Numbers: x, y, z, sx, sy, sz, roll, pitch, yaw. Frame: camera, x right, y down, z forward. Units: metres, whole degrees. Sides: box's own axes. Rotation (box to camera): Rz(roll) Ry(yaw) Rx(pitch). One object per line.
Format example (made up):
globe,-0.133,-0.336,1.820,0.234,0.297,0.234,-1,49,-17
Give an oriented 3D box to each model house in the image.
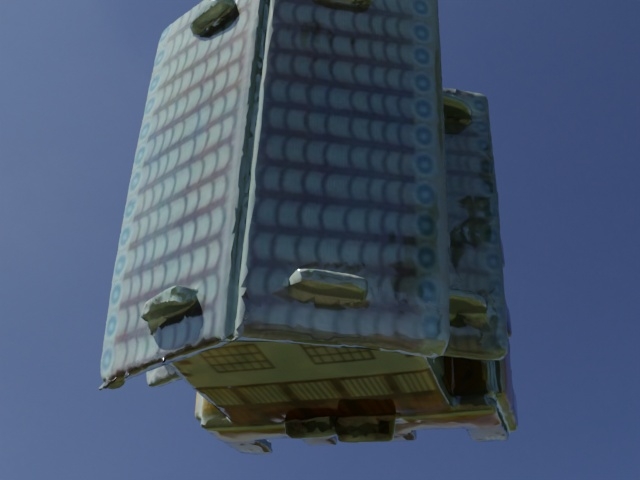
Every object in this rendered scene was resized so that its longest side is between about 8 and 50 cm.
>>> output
model house,0.000,0.000,0.478,0.198,0.224,0.215,-8,-34,18
